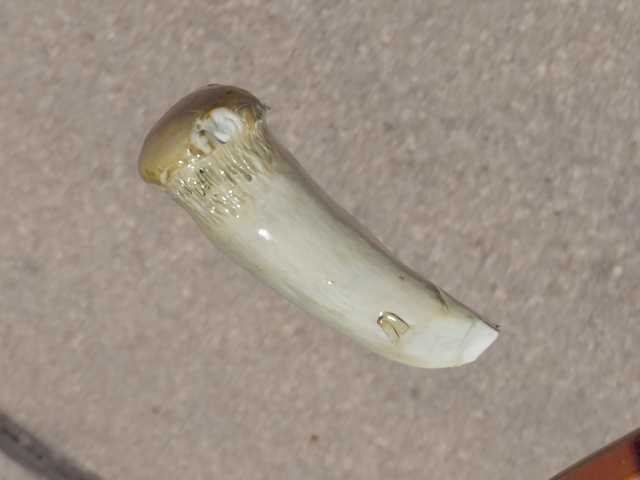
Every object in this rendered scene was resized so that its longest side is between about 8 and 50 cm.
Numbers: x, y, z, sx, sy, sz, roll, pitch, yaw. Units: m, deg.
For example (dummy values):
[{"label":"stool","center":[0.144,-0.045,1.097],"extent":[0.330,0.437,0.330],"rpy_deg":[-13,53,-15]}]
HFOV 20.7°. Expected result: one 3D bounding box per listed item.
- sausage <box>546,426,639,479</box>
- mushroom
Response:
[{"label":"sausage","center":[0.197,0.162,1.190],"extent":[0.131,0.039,0.041],"rpy_deg":[-33,69,18]},{"label":"mushroom","center":[0.000,0.000,0.881],"extent":[0.209,0.084,0.071],"rpy_deg":[39,89,-16]}]
